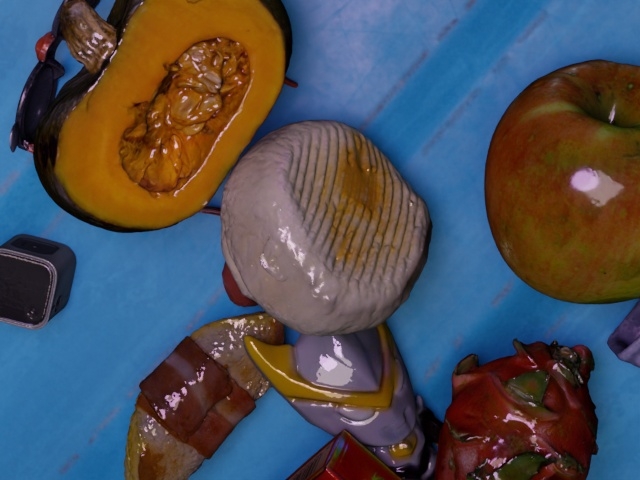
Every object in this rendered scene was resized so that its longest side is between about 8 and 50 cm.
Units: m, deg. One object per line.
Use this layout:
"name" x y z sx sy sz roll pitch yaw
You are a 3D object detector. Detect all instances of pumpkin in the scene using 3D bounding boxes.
"pumpkin" -0.177 -0.158 1.581 0.222 0.139 0.317 33 102 -25

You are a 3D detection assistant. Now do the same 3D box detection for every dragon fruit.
"dragon fruit" 0.204 0.229 1.635 0.198 0.269 0.200 28 126 5

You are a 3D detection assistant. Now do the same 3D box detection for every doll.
"doll" 0.046 0.179 1.715 0.145 0.103 0.316 -33 102 3

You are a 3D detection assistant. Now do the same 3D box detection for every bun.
"bun" 0.000 0.000 1.623 0.244 0.244 0.153 45 135 -4

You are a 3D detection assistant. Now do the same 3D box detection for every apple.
"apple" 0.287 -0.055 1.605 0.246 0.246 0.226 8 131 4

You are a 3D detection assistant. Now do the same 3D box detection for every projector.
"projector" -0.327 0.045 1.739 0.083 0.082 0.083 14 103 3

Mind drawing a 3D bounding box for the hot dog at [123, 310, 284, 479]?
"hot dog" -0.140 0.173 1.731 0.261 0.093 0.123 -46 131 -13

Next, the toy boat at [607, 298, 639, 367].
"toy boat" 0.420 0.029 1.634 0.078 0.127 0.283 42 98 -3

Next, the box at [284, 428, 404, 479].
"box" -0.009 0.375 1.718 0.197 0.089 0.313 41 121 -7

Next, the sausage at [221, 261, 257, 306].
"sausage" -0.077 0.027 1.723 0.054 0.059 0.094 26 107 45

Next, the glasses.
"glasses" -0.180 -0.153 1.669 0.268 0.118 0.234 26 101 1
